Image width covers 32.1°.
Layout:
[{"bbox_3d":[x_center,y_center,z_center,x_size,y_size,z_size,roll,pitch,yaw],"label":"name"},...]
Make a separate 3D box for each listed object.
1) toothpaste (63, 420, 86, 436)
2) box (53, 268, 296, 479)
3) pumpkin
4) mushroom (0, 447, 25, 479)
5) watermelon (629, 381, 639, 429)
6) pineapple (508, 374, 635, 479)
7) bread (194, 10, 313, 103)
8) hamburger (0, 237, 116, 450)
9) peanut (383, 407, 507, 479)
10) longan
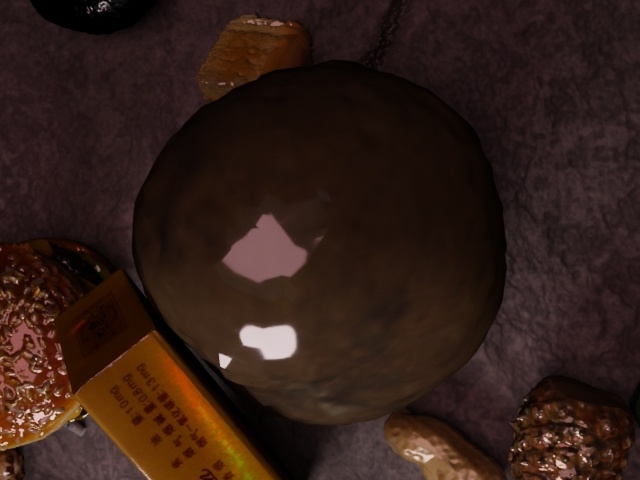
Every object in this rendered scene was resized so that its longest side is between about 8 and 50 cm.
[{"bbox_3d":[-0.367,0.248,1.567,0.083,0.015,0.024,32,93,15],"label":"toothpaste"},{"bbox_3d":[-0.132,0.248,1.300,0.116,0.264,0.415,-38,112,-7],"label":"box"},{"bbox_3d":[-0.295,-0.366,1.441,0.202,0.140,0.202,6,111,16],"label":"pumpkin"},{"bbox_3d":[-0.558,0.399,1.536,0.267,0.254,0.267,9,119,17],"label":"mushroom"},{"bbox_3d":[0.502,0.227,1.295,0.213,0.201,0.261,-33,43,15],"label":"watermelon"},{"bbox_3d":[0.270,0.324,1.331,0.141,0.170,0.310,19,99,24],"label":"pineapple"},{"bbox_3d":[-0.078,-0.188,1.443,0.140,0.169,0.160,10,137,14],"label":"bread"},{"bbox_3d":[-0.393,0.132,1.457,0.291,0.225,0.291,0,91,12],"label":"hamburger"},{"bbox_3d":[0.155,0.276,1.403,0.174,0.080,0.080,35,101,13],"label":"peanut"},{"bbox_3d":[0.007,-0.004,1.247,0.404,0.436,0.404,-15,52,21],"label":"longan"}]
